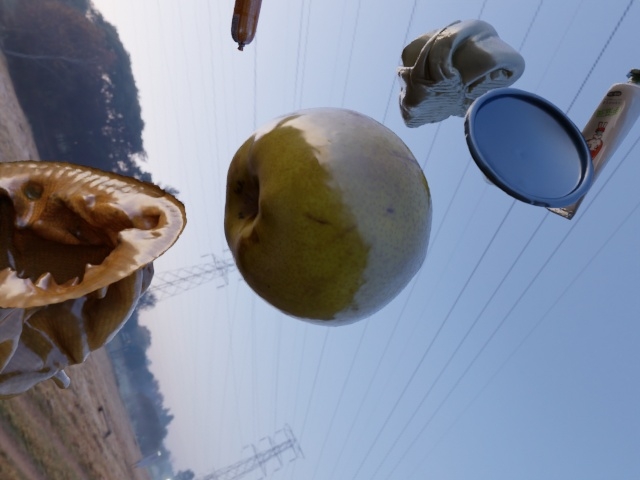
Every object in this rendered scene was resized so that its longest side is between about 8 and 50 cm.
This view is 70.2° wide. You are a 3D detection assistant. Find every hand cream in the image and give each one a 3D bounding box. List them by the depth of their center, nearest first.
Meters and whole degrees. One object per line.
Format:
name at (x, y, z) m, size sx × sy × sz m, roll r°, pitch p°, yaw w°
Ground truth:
hand cream at (0.591, -0.205, 0.982) m, size 0.336 × 0.076 × 0.121 m, roll -60°, pitch -158°, yaw 9°

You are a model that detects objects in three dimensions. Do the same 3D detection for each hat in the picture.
hat at (-0.267, 0.070, 0.463) m, size 0.233 × 0.244 × 0.234 m, roll 43°, pitch -45°, yaw 38°

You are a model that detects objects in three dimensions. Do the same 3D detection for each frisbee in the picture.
frisbee at (0.420, -0.188, 0.935) m, size 0.290 × 0.289 × 0.049 m, roll 65°, pitch -22°, yaw 17°

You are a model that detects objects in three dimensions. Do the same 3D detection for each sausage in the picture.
sausage at (-0.191, -0.621, 1.197) m, size 0.071 × 0.071 × 0.235 m, roll 30°, pitch -70°, yaw 54°

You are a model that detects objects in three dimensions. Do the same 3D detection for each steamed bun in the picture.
steamed bun at (0.389, -0.526, 1.398) m, size 0.368 × 0.341 × 0.255 m, roll 128°, pitch -48°, yaw -69°

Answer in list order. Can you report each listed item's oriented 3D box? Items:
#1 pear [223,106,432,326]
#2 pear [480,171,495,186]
pear at (0.012, -0.022, 0.445) m, size 0.209 × 0.208 × 0.209 m, roll 40°, pitch -42°, yaw 48°
pear at (0.653, -0.283, 1.594) m, size 0.200 × 0.199 × 0.200 m, roll 40°, pitch -42°, yaw 48°
